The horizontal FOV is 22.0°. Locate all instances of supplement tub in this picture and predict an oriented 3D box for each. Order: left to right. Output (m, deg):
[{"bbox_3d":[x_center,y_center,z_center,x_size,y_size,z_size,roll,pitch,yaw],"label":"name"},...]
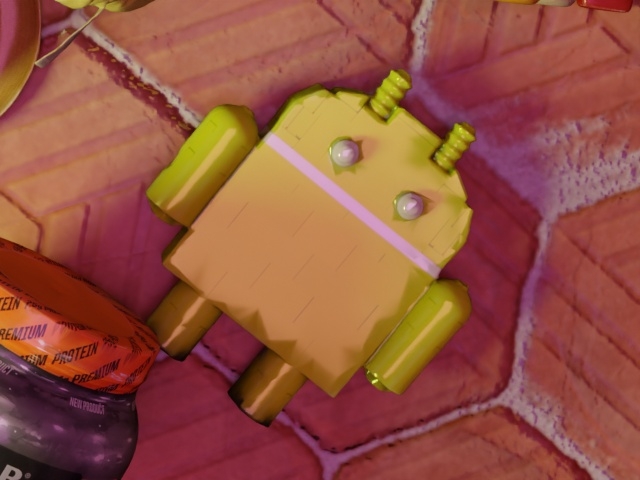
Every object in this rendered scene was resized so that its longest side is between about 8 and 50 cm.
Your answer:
[{"bbox_3d":[-0.264,0.176,1.138,0.207,0.207,0.338,29,97,-11],"label":"supplement tub"}]

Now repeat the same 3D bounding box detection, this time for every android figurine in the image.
[{"bbox_3d":[0.000,0.000,1.212,0.248,0.056,0.273,40,96,-12],"label":"android figurine"}]

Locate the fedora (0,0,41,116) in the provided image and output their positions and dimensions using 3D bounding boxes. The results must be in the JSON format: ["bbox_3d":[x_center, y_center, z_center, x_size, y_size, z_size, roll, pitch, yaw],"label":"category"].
[{"bbox_3d":[-0.286,-0.154,1.137,0.194,0.079,0.194,-1,102,-6],"label":"fedora"}]

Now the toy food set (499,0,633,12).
[{"bbox_3d":[0.232,-0.211,1.166,0.232,0.111,0.104,6,101,-5],"label":"toy food set"}]

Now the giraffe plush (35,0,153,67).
[{"bbox_3d":[-0.161,-0.245,1.095,0.210,0.181,0.170,-40,91,-15],"label":"giraffe plush"}]
